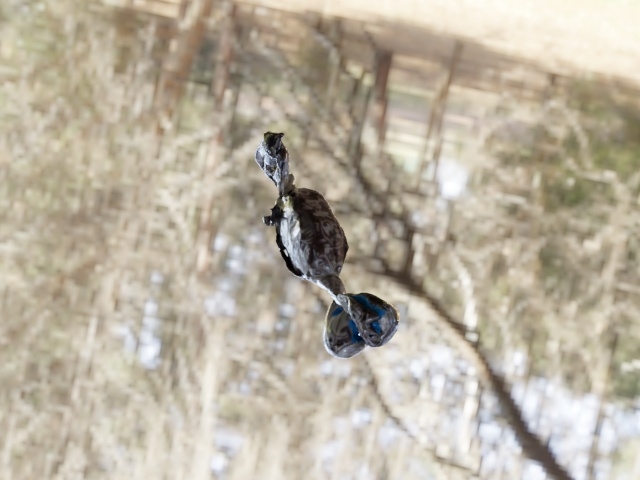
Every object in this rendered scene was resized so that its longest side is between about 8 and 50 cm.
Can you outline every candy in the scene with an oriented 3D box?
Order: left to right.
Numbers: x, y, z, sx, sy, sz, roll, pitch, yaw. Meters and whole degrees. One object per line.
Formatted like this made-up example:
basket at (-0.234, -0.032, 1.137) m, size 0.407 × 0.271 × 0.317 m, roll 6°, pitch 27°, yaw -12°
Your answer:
candy at (0.000, 0.000, 1.287) m, size 0.051 × 0.094 × 0.226 m, roll -10°, pitch -127°, yaw -31°
